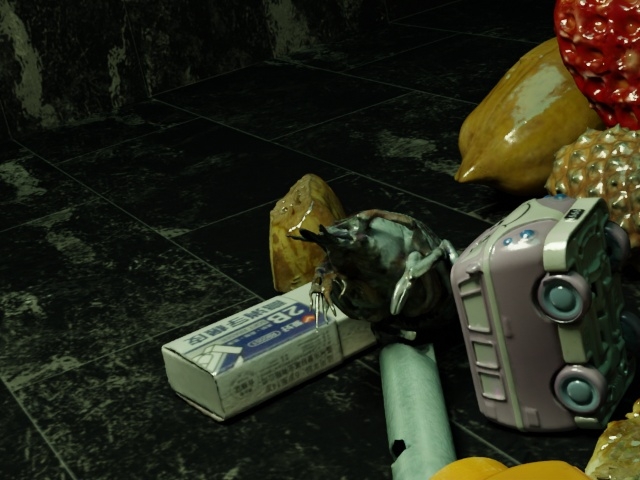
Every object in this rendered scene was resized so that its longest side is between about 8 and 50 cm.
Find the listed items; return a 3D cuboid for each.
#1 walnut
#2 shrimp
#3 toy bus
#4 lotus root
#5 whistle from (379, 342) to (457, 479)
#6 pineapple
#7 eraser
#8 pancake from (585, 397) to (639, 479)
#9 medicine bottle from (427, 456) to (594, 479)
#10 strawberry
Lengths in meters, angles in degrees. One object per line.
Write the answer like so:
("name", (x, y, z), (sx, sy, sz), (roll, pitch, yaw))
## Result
("walnut", (0.316, -0.158, 1.704), (0.336, 0.209, 0.209), (-33, 27, -24))
("shrimp", (0.086, 0.035, 1.256), (0.172, 0.137, 0.372), (-4, -2, 22))
("toy bus", (0.212, 0.066, 1.150), (0.142, 0.202, 0.142), (-1, 23, 35))
("lotus root", (-0.003, -0.003, 1.600), (0.095, 0.135, 0.159), (9, 42, 42))
("whistle", (0.091, 0.172, 1.142), (0.062, 0.062, 0.312), (-11, 20, 4))
("pineapple", (0.402, -0.028, 1.346), (0.175, 0.175, 0.361), (-21, 21, -22))
("eraser", (-0.056, 0.118, 1.363), (0.210, 0.068, 0.124), (-23, 22, -29))
("pancake", (0.356, 0.165, 0.868), (0.356, 0.065, 0.356), (-15, 19, 5))
("medicine bottle", (0.150, 0.234, 0.811), (0.112, 0.149, 0.222), (-21, 22, -17))
("strawberry", (0.456, -0.230, 1.511), (0.317, 0.345, 0.295), (-50, 15, 32))
